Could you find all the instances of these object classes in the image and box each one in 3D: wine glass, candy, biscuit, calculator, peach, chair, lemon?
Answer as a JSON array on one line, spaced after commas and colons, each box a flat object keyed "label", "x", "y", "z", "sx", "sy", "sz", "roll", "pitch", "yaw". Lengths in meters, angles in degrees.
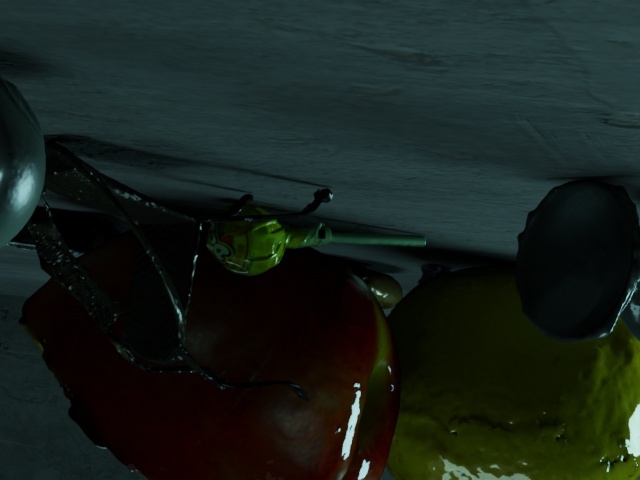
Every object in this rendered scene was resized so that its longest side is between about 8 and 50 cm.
[{"label": "wine glass", "x": 0.227, "y": 0.027, "z": 0.953, "sx": 0.222, "sy": 0.103, "sz": 0.103, "roll": 11, "pitch": 173, "yaw": -37}, {"label": "candy", "x": 0.000, "y": 0.000, "z": 1.270, "sx": 0.193, "sy": 0.062, "sz": 0.058, "roll": 0, "pitch": 134, "yaw": -27}, {"label": "biscuit", "x": -0.020, "y": 0.041, "z": 1.700, "sx": 0.225, "sy": 0.042, "sz": 0.226, "roll": 9, "pitch": 174, "yaw": 1}, {"label": "calculator", "x": -0.272, "y": -0.002, "z": 1.589, "sx": 0.177, "sy": 0.040, "sz": 0.268, "roll": 8, "pitch": 175, "yaw": -5}, {"label": "peach", "x": -0.104, "y": 0.115, "z": 1.356, "sx": 0.338, "sy": 0.281, "sz": 0.281, "roll": 7, "pitch": 175, "yaw": 19}, {"label": "chair", "x": -0.112, "y": 0.016, "z": 1.068, "sx": 0.213, "sy": 0.149, "sz": 0.174, "roll": 15, "pitch": 172, "yaw": -32}, {"label": "lemon", "x": 0.176, "y": 0.146, "z": 1.467, "sx": 0.284, "sy": 0.261, "sz": 0.260, "roll": 11, "pitch": 173, "yaw": -22}]

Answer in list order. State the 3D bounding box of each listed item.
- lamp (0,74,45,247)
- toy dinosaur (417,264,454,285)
[{"label": "lamp", "x": -0.184, "y": -0.039, "z": 0.763, "sx": 0.105, "sy": 0.105, "sz": 0.105, "roll": 7, "pitch": 175, "yaw": 1}, {"label": "toy dinosaur", "x": 0.114, "y": 0.050, "z": 1.586, "sx": 0.030, "sy": 0.047, "sz": 0.083, "roll": 9, "pitch": 176, "yaw": -6}]
